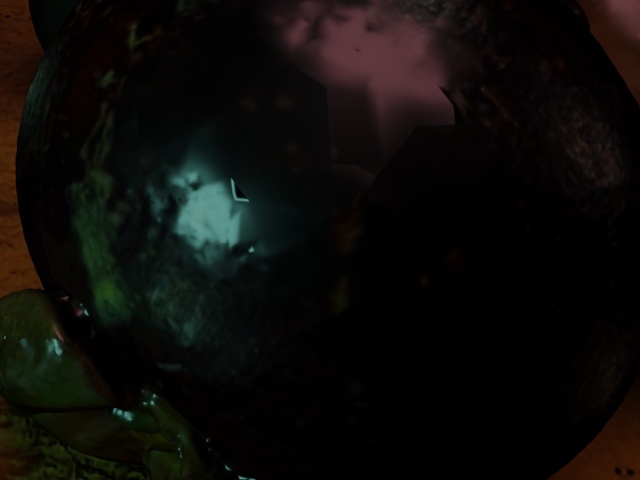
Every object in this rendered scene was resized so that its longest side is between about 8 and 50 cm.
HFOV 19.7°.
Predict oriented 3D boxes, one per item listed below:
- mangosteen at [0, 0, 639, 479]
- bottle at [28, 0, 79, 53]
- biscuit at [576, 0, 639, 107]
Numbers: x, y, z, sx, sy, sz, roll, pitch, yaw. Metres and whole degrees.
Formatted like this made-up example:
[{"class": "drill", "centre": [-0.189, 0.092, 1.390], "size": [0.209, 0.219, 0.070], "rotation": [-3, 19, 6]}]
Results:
[{"class": "mangosteen", "centre": [0.000, 0.000, 0.759], "size": [0.288, 0.288, 0.288], "rotation": [8, 34, -6]}, {"class": "bottle", "centre": [-0.010, -0.159, 1.091], "size": [0.336, 0.144, 0.144], "rotation": [-15, 42, -30]}, {"class": "biscuit", "centre": [0.207, -0.129, 0.999], "size": [0.429, 0.104, 0.446], "rotation": [0, 57, -58]}]
